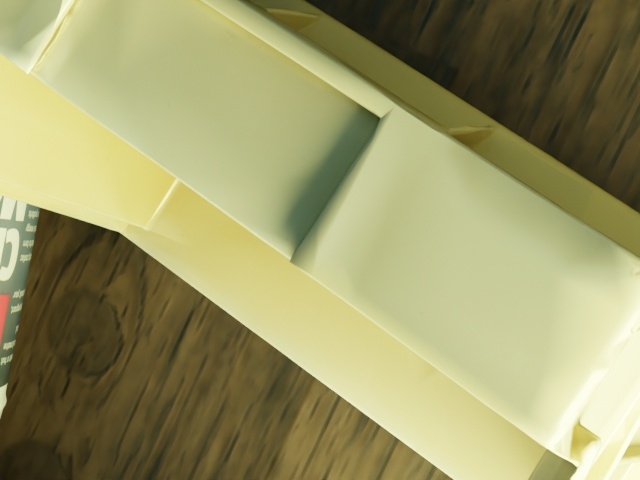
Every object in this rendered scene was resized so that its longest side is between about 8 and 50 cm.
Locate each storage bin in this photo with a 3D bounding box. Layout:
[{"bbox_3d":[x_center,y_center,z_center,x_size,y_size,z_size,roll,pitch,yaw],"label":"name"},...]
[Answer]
[{"bbox_3d":[0.000,0.000,0.460,0.262,0.260,0.123,35,95,20],"label":"storage bin"}]

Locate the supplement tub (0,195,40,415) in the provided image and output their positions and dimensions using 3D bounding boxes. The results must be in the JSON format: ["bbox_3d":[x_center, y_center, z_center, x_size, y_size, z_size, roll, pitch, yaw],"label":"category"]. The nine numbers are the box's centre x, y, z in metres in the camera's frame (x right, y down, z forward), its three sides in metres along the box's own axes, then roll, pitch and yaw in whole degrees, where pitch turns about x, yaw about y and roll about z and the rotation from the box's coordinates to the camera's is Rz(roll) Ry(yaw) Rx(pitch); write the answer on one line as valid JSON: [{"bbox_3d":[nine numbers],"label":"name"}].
[{"bbox_3d":[-0.217,-0.010,0.580,0.191,0.191,0.272,10,90,22],"label":"supplement tub"}]
